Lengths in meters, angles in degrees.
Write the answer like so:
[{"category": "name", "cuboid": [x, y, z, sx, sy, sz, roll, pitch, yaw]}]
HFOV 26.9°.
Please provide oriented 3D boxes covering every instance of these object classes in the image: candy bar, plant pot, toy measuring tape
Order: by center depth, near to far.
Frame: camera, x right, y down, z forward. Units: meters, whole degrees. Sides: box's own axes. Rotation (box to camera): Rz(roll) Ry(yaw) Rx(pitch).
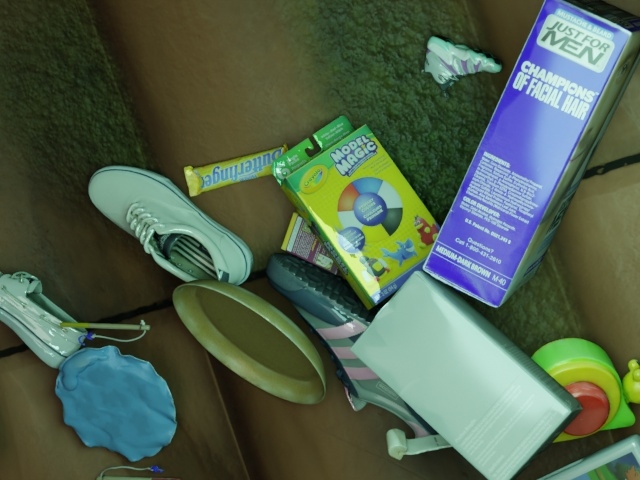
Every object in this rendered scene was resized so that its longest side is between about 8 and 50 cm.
[{"category": "toy measuring tape", "cuboid": [0.237, 0.184, 1.593, 0.330, 0.121, 0.121, -9, 98, 0]}, {"category": "plant pot", "cuboid": [-0.086, 0.124, 1.718, 0.236, 0.032, 0.236, 28, 154, 15]}, {"category": "candy bar", "cuboid": [-0.106, -0.094, 1.758, 0.161, 0.018, 0.040, -12, 96, 24]}]

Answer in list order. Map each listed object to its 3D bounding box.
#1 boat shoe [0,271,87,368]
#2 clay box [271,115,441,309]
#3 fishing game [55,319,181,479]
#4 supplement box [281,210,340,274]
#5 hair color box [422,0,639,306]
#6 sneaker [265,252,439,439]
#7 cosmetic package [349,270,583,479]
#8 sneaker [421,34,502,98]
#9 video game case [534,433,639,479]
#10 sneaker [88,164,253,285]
[{"category": "boat shoe", "cuboid": [-0.424, 0.080, 1.895, 0.226, 0.083, 0.076, 42, 102, -4]}, {"category": "clay box", "cuboid": [0.049, -0.041, 1.655, 0.127, 0.053, 0.222, -35, 87, -14]}, {"category": "fishing game", "cuboid": [-0.284, 0.226, 1.873, 0.189, 0.041, 0.264, -4, 113, 21]}, {"category": "supplement box", "cuboid": [0.000, 0.000, 1.720, 0.083, 0.043, 0.055, 26, 109, 16]}, {"category": "hair color box", "cuboid": [0.251, -0.107, 1.523, 0.110, 0.185, 0.339, 27, 110, 15]}, {"category": "sneaker", "cuboid": [0.042, 0.143, 1.695, 0.319, 0.112, 0.131, 36, 108, 13]}, {"category": "cosmetic package", "cuboid": [0.164, 0.155, 1.521, 0.238, 0.107, 0.127, 45, 101, 16]}, {"category": "sneaker", "cuboid": [0.168, -0.202, 1.619, 0.098, 0.038, 0.069, 26, 111, 25]}, {"category": "video game case", "cuboid": [0.349, 0.447, 1.677, 0.300, 0.036, 0.329, -31, 88, 24]}, {"category": "sneaker", "cuboid": [-0.208, -0.020, 1.772, 0.258, 0.091, 0.094, 29, 110, 14]}]
